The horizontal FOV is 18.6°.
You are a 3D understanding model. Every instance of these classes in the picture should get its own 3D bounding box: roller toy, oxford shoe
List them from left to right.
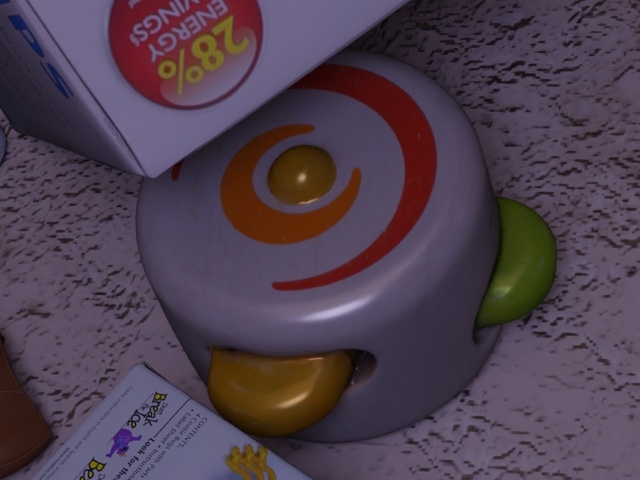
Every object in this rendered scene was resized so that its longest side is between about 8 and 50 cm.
[{"bbox_3d":[-0.229,0.055,1.125,0.076,0.076,0.212,-23,63,-33],"label":"oxford shoe"},{"bbox_3d":[0.000,0.000,1.057,0.209,0.146,0.191,-37,56,-11],"label":"roller toy"}]

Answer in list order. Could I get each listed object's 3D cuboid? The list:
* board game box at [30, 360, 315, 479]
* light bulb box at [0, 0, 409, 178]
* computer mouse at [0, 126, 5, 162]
[{"bbox_3d":[-0.016,0.206,0.927,0.275,0.142,0.144,31,69,29],"label":"board game box"},{"bbox_3d":[-0.055,-0.233,1.076,0.358,0.225,0.361,-36,16,-11],"label":"light bulb box"},{"bbox_3d":[-0.285,-0.028,1.207,0.193,0.042,0.106,-38,56,-12],"label":"computer mouse"}]
